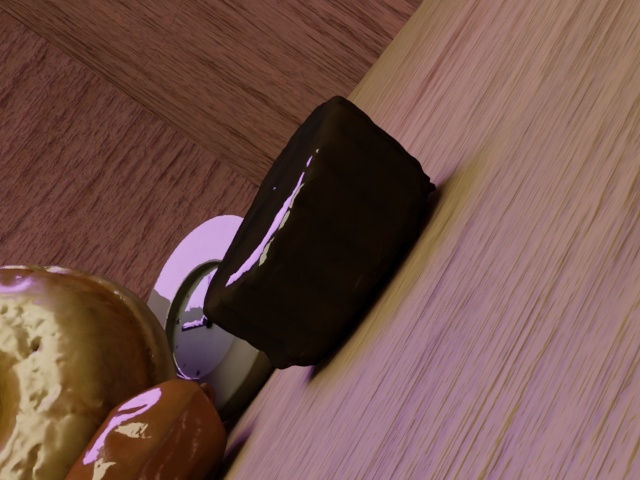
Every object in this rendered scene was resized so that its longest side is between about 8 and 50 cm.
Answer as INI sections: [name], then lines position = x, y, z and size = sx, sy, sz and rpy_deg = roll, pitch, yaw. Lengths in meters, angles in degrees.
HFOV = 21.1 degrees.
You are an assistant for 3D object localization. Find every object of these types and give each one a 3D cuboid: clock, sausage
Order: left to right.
[sausage]
position = -0.172, 0.229, 1.594
size = 0.136, 0.120, 0.241
rpy_deg = -19, 33, 57
[clock]
position = -0.115, 0.087, 1.838
size = 0.235, 0.029, 0.235
rpy_deg = -26, 54, 42

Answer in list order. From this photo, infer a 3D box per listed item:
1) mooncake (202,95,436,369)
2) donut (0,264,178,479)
[mooncake]
position = 0.000, 0.000, 1.468
size = 0.228, 0.124, 0.228
rpy_deg = -54, 10, 14
[donut]
position = -0.344, 0.219, 1.792
size = 0.449, 0.449, 0.198
rpy_deg = -56, -35, -11
